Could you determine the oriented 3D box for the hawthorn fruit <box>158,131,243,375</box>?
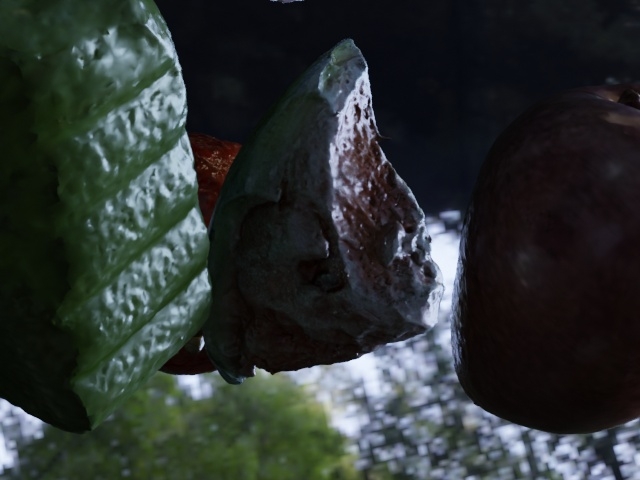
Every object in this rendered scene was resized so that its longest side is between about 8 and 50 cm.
[{"bbox_3d":[-0.111,0.024,1.536,0.205,0.205,0.253,-60,-153,31],"label":"hawthorn fruit"}]

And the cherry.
[{"bbox_3d":[0.203,0.013,1.289,0.221,0.261,0.307,36,-67,13],"label":"cherry"}]

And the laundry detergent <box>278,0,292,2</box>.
[{"bbox_3d":[0.033,-0.276,0.811,0.159,0.088,0.335,40,-70,5],"label":"laundry detergent"}]

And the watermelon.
[{"bbox_3d":[0.000,0.000,0.902,0.139,0.071,0.187,28,-70,22],"label":"watermelon"}]

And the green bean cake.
[{"bbox_3d":[-0.167,-0.049,0.833,0.222,0.125,0.248,27,-37,26],"label":"green bean cake"}]
